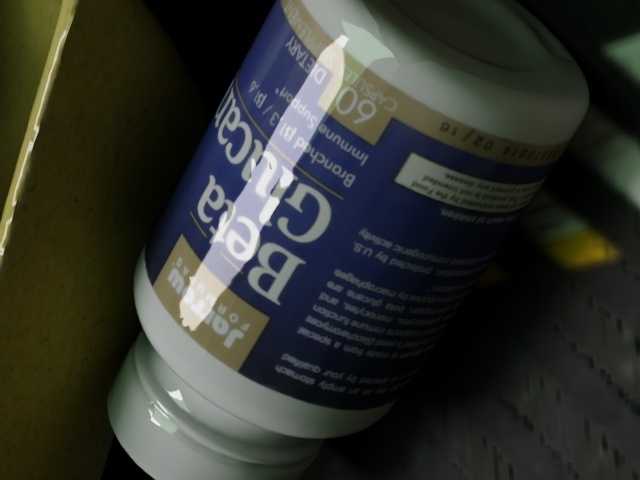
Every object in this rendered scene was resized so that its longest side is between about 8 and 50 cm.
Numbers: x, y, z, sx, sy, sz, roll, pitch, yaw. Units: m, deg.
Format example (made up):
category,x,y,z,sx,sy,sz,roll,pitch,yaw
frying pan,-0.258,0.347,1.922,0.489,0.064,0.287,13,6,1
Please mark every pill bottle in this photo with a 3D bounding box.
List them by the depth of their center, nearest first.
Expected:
category,x,y,z,sx,sy,sz,roll,pitch,yaw
pill bottle,0.000,0.000,0.513,0.094,0.094,0.169,53,124,38

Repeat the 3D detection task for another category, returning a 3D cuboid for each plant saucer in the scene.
category,x,y,z,sx,sy,sz,roll,pitch,yaw
plant saucer,-0.149,0.017,0.658,0.333,0.081,0.332,42,118,57
